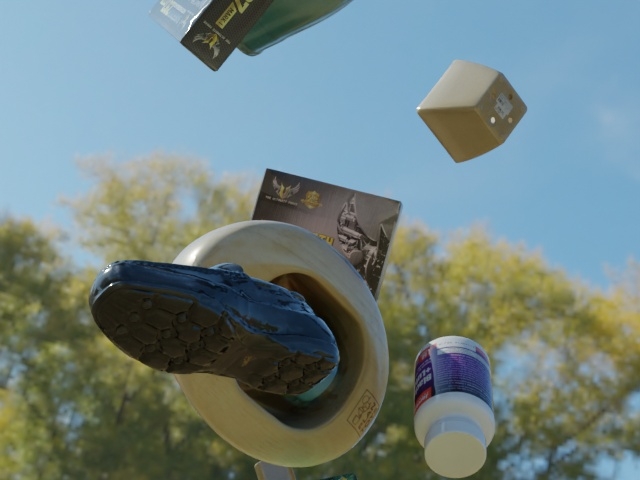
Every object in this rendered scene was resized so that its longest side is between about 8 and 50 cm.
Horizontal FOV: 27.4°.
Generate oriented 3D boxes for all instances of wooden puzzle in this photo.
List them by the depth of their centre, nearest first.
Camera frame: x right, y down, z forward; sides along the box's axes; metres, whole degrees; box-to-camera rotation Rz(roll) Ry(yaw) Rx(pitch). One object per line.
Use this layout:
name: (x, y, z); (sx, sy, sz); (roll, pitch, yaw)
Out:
wooden puzzle: (-0.069, 0.362, 2.015); (0.014, 0.116, 0.078); (-18, -6, 39)

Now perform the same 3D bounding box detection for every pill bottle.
pill bottle: (0.179, 0.224, 1.757); (0.108, 0.193, 0.108); (2, -59, 3)

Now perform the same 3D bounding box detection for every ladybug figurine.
ladybug figurine: (-0.070, 0.144, 1.837); (0.162, 0.305, 0.449); (16, -25, 46)

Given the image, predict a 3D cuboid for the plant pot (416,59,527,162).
plant pot: (0.221, -0.182, 1.836); (0.109, 0.109, 0.096); (49, -23, -26)

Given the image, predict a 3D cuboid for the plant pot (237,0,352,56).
plant pot: (-0.024, -0.423, 1.810); (0.255, 0.272, 0.271); (-17, -33, 16)

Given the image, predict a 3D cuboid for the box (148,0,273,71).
box: (-0.104, -0.296, 1.494); (0.059, 0.183, 0.233); (39, 2, -23)

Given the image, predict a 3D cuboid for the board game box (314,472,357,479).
board game box: (-0.083, 0.383, 1.802); (0.259, 0.030, 0.136); (-7, -37, -22)

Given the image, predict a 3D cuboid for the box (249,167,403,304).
box: (0.000, 0.000, 2.103); (0.231, 0.183, 0.056); (15, -6, 10)

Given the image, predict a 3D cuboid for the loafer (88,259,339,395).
loafer: (-0.077, 0.053, 0.929); (0.076, 0.078, 0.223); (-43, -39, 23)
